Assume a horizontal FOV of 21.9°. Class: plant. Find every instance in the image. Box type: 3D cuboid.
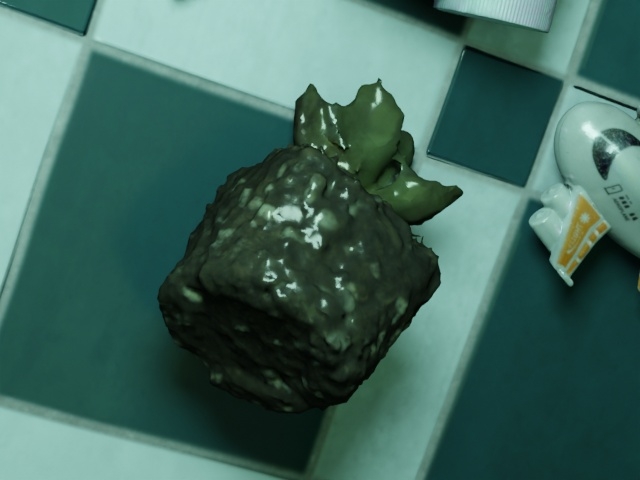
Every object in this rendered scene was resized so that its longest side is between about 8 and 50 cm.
[{"bbox_3d":[0.000,0.000,1.626,0.215,0.213,0.312,44,50,-20],"label":"plant"}]

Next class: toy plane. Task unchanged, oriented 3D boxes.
[{"bbox_3d":[0.339,-0.046,1.760,0.245,0.117,0.244,-4,103,-16],"label":"toy plane"}]

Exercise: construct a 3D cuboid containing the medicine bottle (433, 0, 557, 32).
[{"bbox_3d":[0.196,-0.330,1.648,0.139,0.139,0.225,10,97,-19],"label":"medicine bottle"}]
